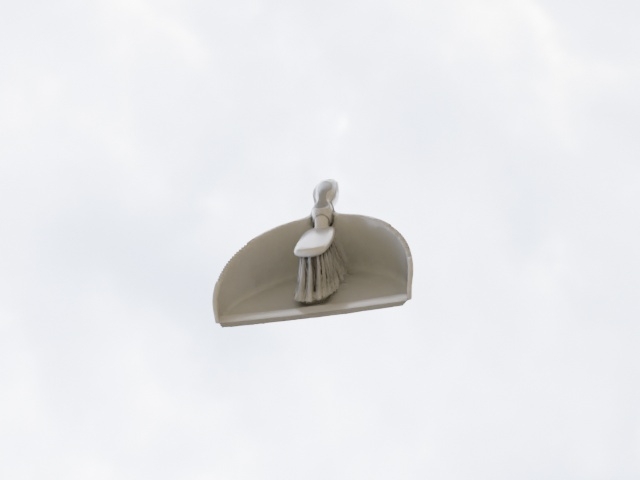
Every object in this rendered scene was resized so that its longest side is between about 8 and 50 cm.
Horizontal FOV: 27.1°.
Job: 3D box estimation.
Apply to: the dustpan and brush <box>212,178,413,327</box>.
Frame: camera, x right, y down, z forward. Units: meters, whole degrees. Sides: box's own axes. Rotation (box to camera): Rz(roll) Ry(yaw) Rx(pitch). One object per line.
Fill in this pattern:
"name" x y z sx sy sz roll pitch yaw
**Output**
"dustpan and brush" 0.000 0.000 1.026 0.147 0.060 0.211 -7 -166 8
